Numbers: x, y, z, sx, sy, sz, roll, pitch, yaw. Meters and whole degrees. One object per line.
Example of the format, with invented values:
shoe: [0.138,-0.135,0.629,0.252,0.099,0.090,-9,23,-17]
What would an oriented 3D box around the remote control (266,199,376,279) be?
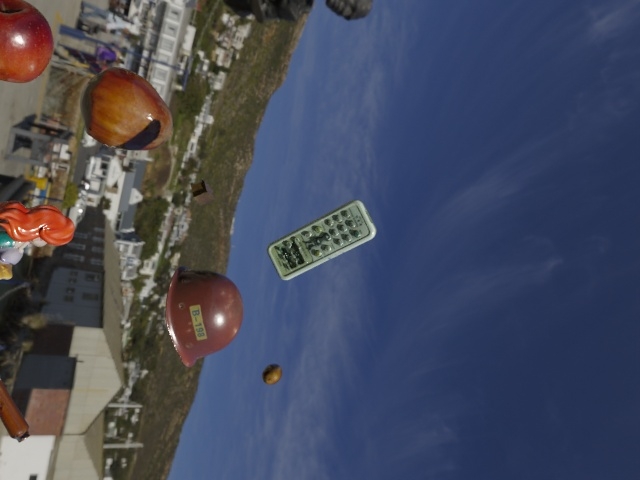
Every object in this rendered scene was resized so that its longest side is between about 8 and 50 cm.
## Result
remote control: [0.000,0.000,1.404,0.335,0.065,0.128,-27,-90,18]

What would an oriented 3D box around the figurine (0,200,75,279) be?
figurine: [-0.917,-0.020,1.421,0.257,0.208,0.181,-39,-166,-4]

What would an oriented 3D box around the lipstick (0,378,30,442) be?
lipstick: [-1.261,0.598,1.817,0.418,0.077,0.077,55,-39,5]

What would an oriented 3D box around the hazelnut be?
hazelnut: [-0.798,-0.527,1.921,0.366,0.365,0.366,-33,-129,54]

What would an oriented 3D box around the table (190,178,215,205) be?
table: [-0.520,-0.216,2.048,0.083,0.070,0.082,64,5,-67]

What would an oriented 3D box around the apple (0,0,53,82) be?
apple: [-0.865,-0.559,1.294,0.201,0.218,0.218,-51,-142,45]

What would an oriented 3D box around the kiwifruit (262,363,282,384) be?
kiwifruit: [-0.187,0.517,1.803,0.124,0.075,0.075,-29,133,-84]

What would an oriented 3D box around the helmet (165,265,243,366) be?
helmet: [-0.404,0.275,1.748,0.337,0.230,0.385,-66,148,-81]
